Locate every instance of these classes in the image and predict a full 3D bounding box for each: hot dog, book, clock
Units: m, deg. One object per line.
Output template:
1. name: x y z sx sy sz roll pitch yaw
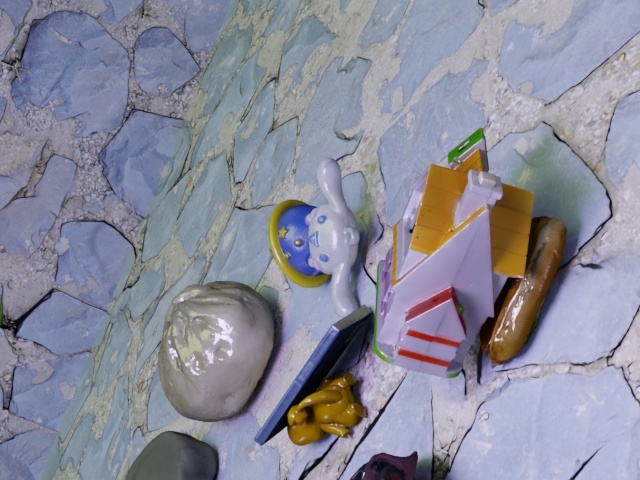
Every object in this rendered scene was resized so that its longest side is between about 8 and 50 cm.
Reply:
1. hot dog: 0.290 0.076 1.225 0.092 0.062 0.236 -130 62 -76
2. book: -0.011 0.242 1.560 0.269 0.025 0.191 -57 -14 17
3. clock: 0.195 0.008 1.238 0.235 0.166 0.309 -82 8 -54

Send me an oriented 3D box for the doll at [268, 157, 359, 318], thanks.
1. doll: 0.013 0.027 1.729 0.242 0.159 0.311 -28 68 34

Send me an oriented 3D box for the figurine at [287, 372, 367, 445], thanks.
1. figurine: -0.012 0.313 1.522 0.176 0.122 0.121 -49 50 38

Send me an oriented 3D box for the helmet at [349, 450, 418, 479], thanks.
1. helmet: 0.038 0.441 1.185 0.197 0.338 0.271 59 135 26

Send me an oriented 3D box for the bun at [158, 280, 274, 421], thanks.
1. bun: -0.253 0.243 1.923 0.362 0.234 0.326 0 74 69

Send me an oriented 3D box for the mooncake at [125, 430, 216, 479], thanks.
1. mooncake: -0.335 0.563 1.916 0.275 0.135 0.275 -39 37 37
